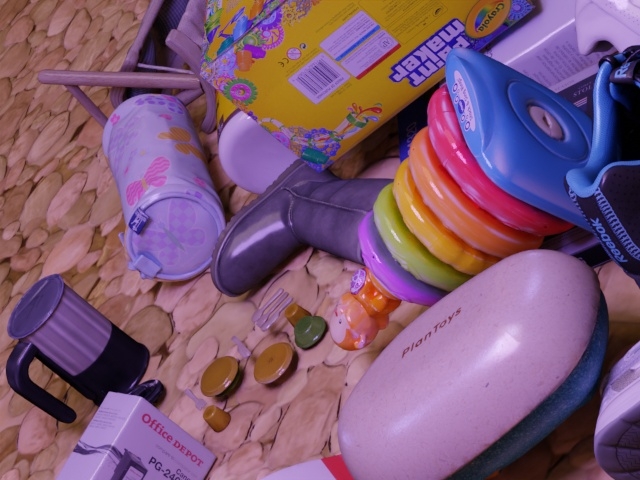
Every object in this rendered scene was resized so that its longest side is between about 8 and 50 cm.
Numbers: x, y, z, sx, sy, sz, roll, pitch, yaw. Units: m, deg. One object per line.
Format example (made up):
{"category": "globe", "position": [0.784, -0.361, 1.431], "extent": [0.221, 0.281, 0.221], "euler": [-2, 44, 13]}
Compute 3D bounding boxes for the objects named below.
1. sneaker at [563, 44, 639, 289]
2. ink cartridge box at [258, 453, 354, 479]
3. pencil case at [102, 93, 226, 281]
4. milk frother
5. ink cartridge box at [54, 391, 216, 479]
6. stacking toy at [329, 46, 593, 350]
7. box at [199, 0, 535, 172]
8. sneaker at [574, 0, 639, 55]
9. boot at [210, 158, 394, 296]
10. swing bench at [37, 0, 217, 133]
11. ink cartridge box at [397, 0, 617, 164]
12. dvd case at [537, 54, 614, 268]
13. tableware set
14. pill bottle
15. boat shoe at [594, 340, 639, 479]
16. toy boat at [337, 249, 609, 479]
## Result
{"category": "sneaker", "position": [0.287, -0.122, 1.370], "extent": [0.125, 0.139, 0.341], "euler": [-16, 42, 48]}
{"category": "ink cartridge box", "position": [0.011, 0.236, 1.530], "extent": [0.225, 0.056, 0.181], "euler": [-48, 30, 2]}
{"category": "pencil case", "position": [-0.182, -0.063, 2.075], "extent": [0.124, 0.113, 0.273], "euler": [-58, 25, 22]}
{"category": "milk frother", "position": [-0.244, 0.120, 1.912], "extent": [0.143, 0.135, 0.129], "euler": [-15, 43, 43]}
{"category": "ink cartridge box", "position": [-0.185, 0.234, 1.723], "extent": [0.063, 0.109, 0.150], "euler": [0, 54, 53]}
{"category": "stacking toy", "position": [0.099, -0.007, 1.581], "extent": [0.302, 0.165, 0.175], "euler": [-46, 37, 31]}
{"category": "box", "position": [0.042, -0.278, 1.852], "extent": [0.290, 0.177, 0.279], "euler": [-36, 31, 27]}
{"category": "sneaker", "position": [0.328, -0.190, 1.613], "extent": [0.232, 0.115, 0.090], "euler": [14, 19, 38]}
{"category": "boot", "position": [-0.002, 0.000, 1.824], "extent": [0.190, 0.076, 0.208], "euler": [-54, 37, -7]}
{"category": "swing bench", "position": [-0.175, -0.264, 2.263], "extent": [0.254, 0.165, 0.253], "euler": [-9, 46, 40]}
{"category": "ink cartridge box", "position": [0.188, -0.251, 1.869], "extent": [0.330, 0.071, 0.324], "euler": [-32, 33, 22]}
{"category": "dvd case", "position": [0.198, -0.049, 1.651], "extent": [0.179, 0.029, 0.239], "euler": [-26, 37, 32]}
{"category": "tableware set", "position": [-0.061, 0.122, 1.791], "extent": [0.154, 0.024, 0.104], "euler": [-47, 33, -2]}
{"category": "pill bottle", "position": [-0.058, -0.153, 2.016], "extent": [0.117, 0.117, 0.215], "euler": [-35, 31, 20]}
{"category": "boat shoe", "position": [0.322, 0.059, 1.281], "extent": [0.320, 0.118, 0.103], "euler": [-42, 24, 29]}
{"category": "toy boat", "position": [0.115, 0.165, 1.393], "extent": [0.267, 0.148, 0.318], "euler": [-38, 19, 35]}
